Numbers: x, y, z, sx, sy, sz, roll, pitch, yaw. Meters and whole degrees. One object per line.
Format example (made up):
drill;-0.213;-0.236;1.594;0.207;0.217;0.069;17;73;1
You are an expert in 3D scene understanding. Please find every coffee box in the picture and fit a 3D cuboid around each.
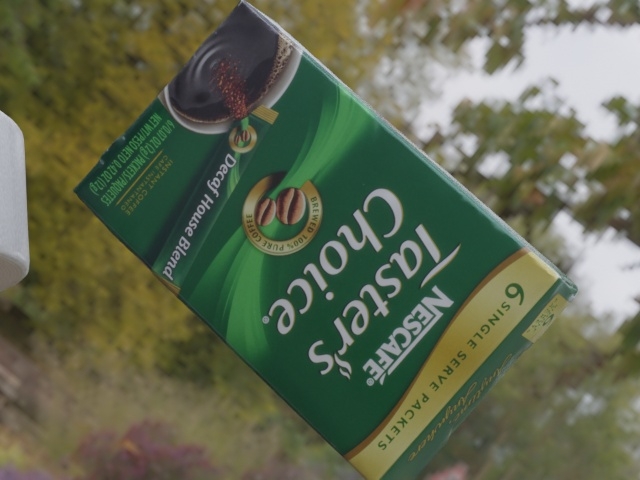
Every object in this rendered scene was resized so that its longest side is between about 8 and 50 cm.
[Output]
coffee box;0.000;0.000;0.732;0.184;0.113;0.040;44;4;21

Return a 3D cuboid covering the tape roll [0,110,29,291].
tape roll;-0.329;-0.009;0.833;0.392;0.072;0.392;-4;-9;-1
